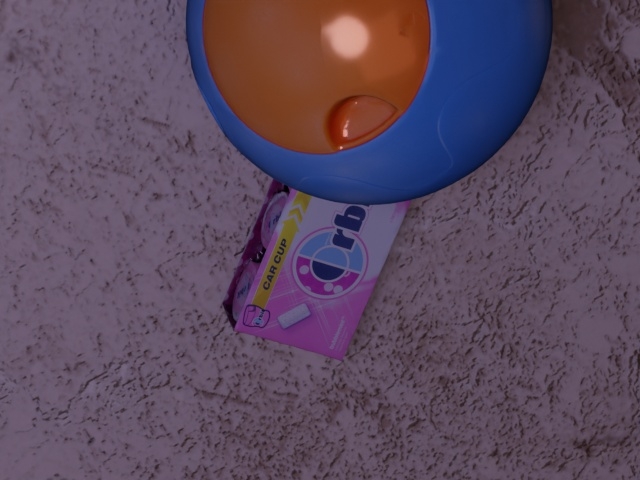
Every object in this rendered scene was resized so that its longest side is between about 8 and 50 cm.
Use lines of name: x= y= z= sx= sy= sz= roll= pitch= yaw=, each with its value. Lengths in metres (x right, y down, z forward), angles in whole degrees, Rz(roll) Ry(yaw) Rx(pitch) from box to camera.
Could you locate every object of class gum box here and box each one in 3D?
gum box: x=0.000 y=0.000 z=1.720 sx=0.107 sy=0.062 sz=0.188 roll=17 pitch=107 yaw=-20

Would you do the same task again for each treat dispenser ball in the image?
treat dispenser ball: x=0.038 y=-0.172 z=1.535 sx=0.288 sy=0.288 sz=0.288 roll=-5 pitch=113 yaw=-12
